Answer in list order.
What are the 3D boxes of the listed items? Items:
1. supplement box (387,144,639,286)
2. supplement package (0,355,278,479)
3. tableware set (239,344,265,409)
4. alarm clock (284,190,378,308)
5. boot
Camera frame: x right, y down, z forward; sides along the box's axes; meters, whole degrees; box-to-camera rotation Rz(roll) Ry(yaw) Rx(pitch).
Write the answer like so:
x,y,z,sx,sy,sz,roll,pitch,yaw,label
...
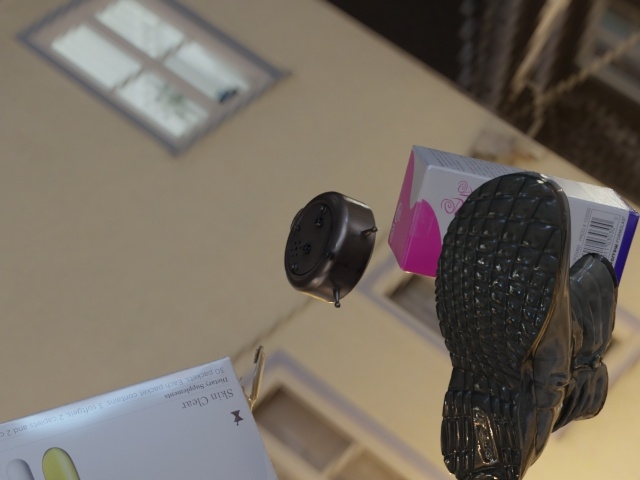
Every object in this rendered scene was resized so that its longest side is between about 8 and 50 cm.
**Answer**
x,y,z,sx,sy,sz,roll,pitch,yaw,label
0.190,-0.012,1.915,0.114,0.220,0.111,-113,37,-74,supplement box
-0.194,0.228,1.615,0.261,0.145,0.204,-16,-17,-26,supplement package
-0.082,0.197,1.994,0.141,0.020,0.169,-73,-8,-68,tableware set
0.000,0.000,2.322,0.064,0.192,0.129,22,-82,-26,alarm clock
0.150,0.041,1.294,0.161,0.083,0.247,-35,-43,-47,boot
